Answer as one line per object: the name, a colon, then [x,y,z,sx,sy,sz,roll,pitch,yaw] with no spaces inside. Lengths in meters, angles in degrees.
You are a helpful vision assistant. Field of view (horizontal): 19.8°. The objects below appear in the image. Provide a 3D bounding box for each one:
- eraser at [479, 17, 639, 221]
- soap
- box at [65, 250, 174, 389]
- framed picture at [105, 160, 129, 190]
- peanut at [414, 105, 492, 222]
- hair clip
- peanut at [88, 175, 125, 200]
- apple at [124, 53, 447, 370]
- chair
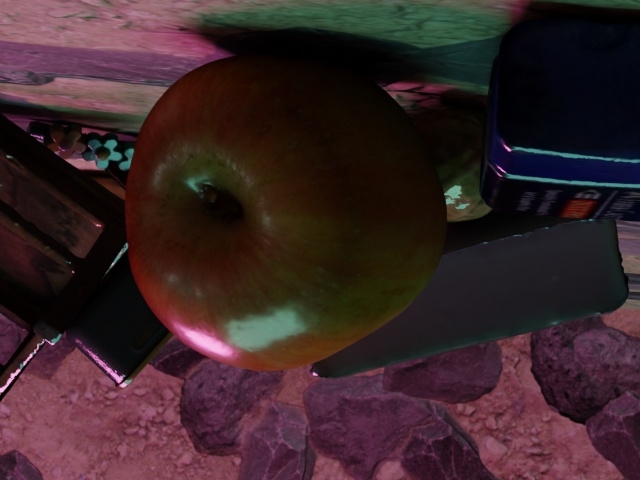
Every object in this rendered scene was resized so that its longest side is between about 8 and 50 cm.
eraser: [0.193,-0.078,1.297,0.155,0.102,0.332,5,176,4]
soap: [0.114,0.026,1.715,0.296,0.107,0.285,-14,-167,-3]
box: [-0.205,0.067,2.021,0.090,0.144,0.201,43,-175,-10]
framed picture: [-0.112,-0.002,2.219,0.244,0.013,0.324,45,-166,25]
peanut: [0.122,-0.063,1.582,0.108,0.095,0.226,-21,176,3]
hair clip: [-0.224,-0.099,1.943,0.173,0.049,0.049,10,174,-24]
peanut: [-0.264,-0.027,2.363,0.159,0.109,0.140,5,173,-4]
apple: [-0.025,-0.025,1.419,0.242,0.242,0.241,4,-176,26]
chair: [-0.304,-0.013,1.898,0.203,0.416,0.240,35,129,-4]
